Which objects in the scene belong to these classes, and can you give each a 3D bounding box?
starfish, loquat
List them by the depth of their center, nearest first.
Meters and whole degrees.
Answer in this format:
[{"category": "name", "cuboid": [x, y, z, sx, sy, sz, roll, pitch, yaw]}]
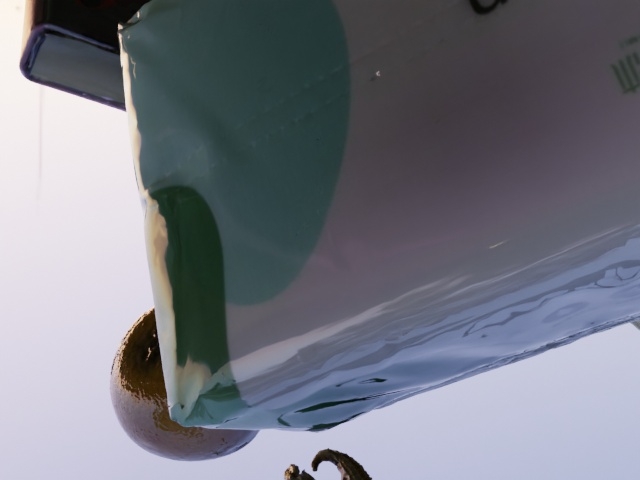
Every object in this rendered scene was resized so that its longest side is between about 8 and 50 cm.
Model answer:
[{"category": "starfish", "cuboid": [0.039, 0.319, 0.914, 0.150, 0.210, 0.053, -20, 161, -2]}, {"category": "loquat", "cuboid": [-0.195, 0.208, 1.334, 0.263, 0.263, 0.263, 6, -159, -2]}]

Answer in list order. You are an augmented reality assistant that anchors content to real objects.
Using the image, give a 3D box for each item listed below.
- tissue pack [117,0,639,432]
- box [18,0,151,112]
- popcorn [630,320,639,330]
[{"category": "tissue pack", "cuboid": [0.077, -0.067, 0.469, 0.356, 0.266, 0.194, -25, 154, 24]}, {"category": "box", "cuboid": [-0.202, -0.216, 0.775, 0.120, 0.069, 0.224, 15, -140, -30]}, {"category": "popcorn", "cuboid": [0.376, -0.023, 1.043, 0.293, 0.292, 0.334, -20, -107, -30]}]
